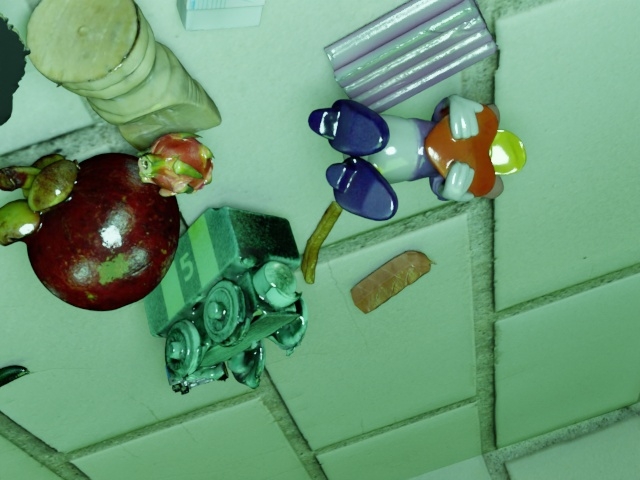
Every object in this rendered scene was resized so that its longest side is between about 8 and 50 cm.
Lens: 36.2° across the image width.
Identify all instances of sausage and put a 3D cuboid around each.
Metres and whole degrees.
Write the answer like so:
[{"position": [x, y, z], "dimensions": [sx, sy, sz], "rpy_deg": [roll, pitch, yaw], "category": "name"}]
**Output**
[{"position": [0.135, 0.070, 1.804], "dimensions": [0.169, 0.065, 0.065], "rpy_deg": [-37, 145, 27], "category": "sausage"}]

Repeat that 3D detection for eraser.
[{"position": [-0.097, -0.325, 1.051], "dimensions": [0.095, 0.052, 0.225], "rpy_deg": [-9, 149, -19], "category": "eraser"}]

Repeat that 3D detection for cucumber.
[{"position": [-0.599, 0.258, 1.744], "dimensions": [0.184, 0.033, 0.036], "rpy_deg": [-24, 174, 9], "category": "cucumber"}]

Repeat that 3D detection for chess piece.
[{"position": [-0.216, -0.186, 1.169], "dimensions": [0.137, 0.137, 0.301], "rpy_deg": [-24, 160, 9], "category": "chess piece"}]

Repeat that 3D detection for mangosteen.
[{"position": [-0.312, -0.024, 1.282], "dimensions": [0.257, 0.215, 0.215], "rpy_deg": [25, 131, -30], "category": "mangosteen"}]

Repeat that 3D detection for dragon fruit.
[{"position": [-0.186, -0.095, 1.232], "dimensions": [0.086, 0.081, 0.116], "rpy_deg": [6, -171, 44], "category": "dragon fruit"}]

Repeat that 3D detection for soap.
[{"position": [0.119, -0.249, 1.275], "dimensions": [0.203, 0.065, 0.122], "rpy_deg": [-27, 151, 13], "category": "soap"}]

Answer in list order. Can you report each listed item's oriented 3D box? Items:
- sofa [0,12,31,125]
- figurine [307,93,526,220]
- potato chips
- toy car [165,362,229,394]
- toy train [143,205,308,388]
[{"position": [-0.396, -0.226, 0.930], "dimensions": [0.182, 0.200, 0.258], "rpy_deg": [-20, 151, -21], "category": "sofa"}, {"position": [0.146, -0.116, 1.320], "dimensions": [0.421, 0.154, 0.193], "rpy_deg": [-6, -174, -40], "category": "figurine"}, {"position": [0.000, 0.000, 1.651], "dimensions": [0.026, 0.037, 0.204], "rpy_deg": [-13, 145, -30], "category": "potato chips"}, {"position": [-0.235, 0.227, 1.838], "dimensions": [0.097, 0.100, 0.191], "rpy_deg": [-17, 169, -3], "category": "toy car"}, {"position": [-0.144, 0.092, 1.516], "dimensions": [0.167, 0.238, 0.299], "rpy_deg": [11, 141, -41], "category": "toy train"}]
